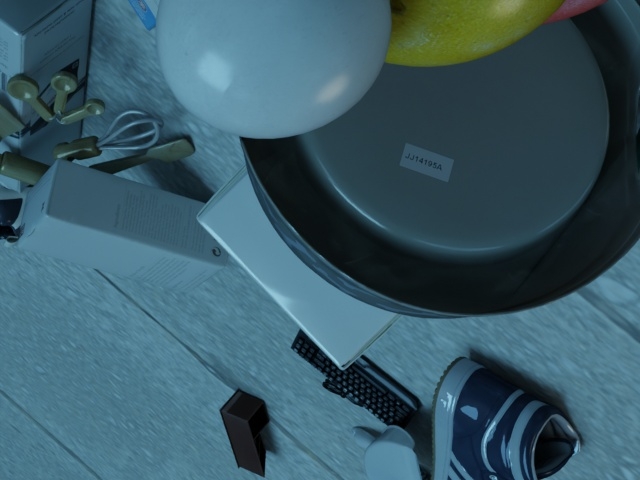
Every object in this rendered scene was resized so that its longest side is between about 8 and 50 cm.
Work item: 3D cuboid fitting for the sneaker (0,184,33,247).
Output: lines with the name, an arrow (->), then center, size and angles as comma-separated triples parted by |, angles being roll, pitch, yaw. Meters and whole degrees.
sneaker -> -0.470, -0.086, 1.758 | 0.235, 0.153, 0.094 | 48, 145, -6

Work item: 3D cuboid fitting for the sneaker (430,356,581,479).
sneaker -> 0.213, 0.271, 1.465 | 0.153, 0.099, 0.282 | 23, 138, 32

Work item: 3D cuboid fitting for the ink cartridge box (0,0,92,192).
ink cartridge box -> -0.405, -0.239, 1.547 | 0.223, 0.129, 0.307 | 36, 146, 10

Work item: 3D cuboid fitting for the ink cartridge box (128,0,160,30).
ink cartridge box -> -0.120, -0.265, 1.138 | 0.092, 0.090, 0.143 | 58, 150, -10

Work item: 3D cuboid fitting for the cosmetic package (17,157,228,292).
cosmetic package -> -0.236, -0.014, 1.545 | 0.231, 0.085, 0.117 | 19, 151, -25

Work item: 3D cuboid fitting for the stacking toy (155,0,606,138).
stacking toy -> 0.066, -0.223, 0.747 | 0.351, 0.480, 0.350 | 28, 143, 24

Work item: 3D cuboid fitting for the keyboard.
keyboard -> 0.038, 0.180, 1.622 | 0.180, 0.023, 0.108 | 39, 146, 11

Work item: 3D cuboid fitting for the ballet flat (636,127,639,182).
ballet flat -> 0.299, -0.090, 1.022 | 0.077, 0.091, 0.241 | 7, 145, 1

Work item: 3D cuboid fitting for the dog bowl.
dog bowl -> 0.095, -0.097, 0.996 | 0.349, 0.349, 0.102 | 42, 160, 5

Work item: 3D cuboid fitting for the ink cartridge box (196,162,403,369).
ink cartridge box -> 0.000, 0.000, 1.260 | 0.198, 0.115, 0.273 | 46, -174, 0

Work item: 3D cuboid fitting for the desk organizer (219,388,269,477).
desk organizer -> -0.102, 0.284, 1.860 | 0.050, 0.047, 0.130 | 17, 138, 31

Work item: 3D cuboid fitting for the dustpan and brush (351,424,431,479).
dustpan and brush -> 0.087, 0.283, 1.617 | 0.211, 0.060, 0.147 | 15, 126, 52

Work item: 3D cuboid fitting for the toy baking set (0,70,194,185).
toy baking set -> -0.290, -0.114, 1.503 | 0.256, 0.030, 0.197 | 23, 140, -30
